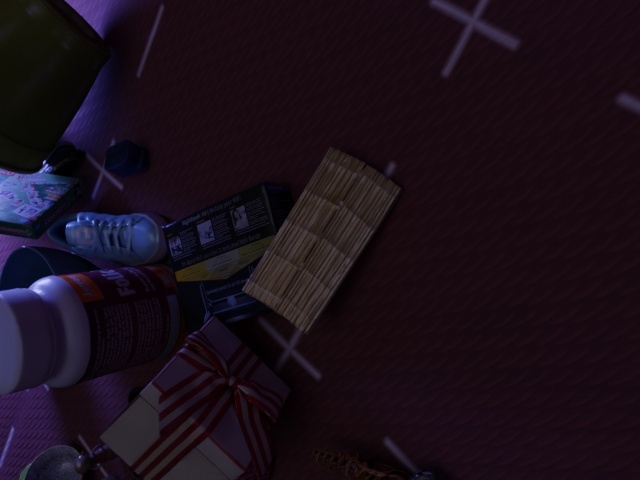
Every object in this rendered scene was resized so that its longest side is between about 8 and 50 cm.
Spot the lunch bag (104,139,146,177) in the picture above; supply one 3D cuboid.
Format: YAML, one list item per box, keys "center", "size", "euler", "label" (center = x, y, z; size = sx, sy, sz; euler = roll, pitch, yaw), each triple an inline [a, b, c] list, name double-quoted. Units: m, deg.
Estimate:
- center: [-0.468, -0.192, 1.301]
  size: [0.098, 0.065, 0.067]
  euler: [-12, 66, 32]
  label: "lunch bag"

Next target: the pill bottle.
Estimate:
- center: [-0.482, 0.176, 1.139]
  size: [0.223, 0.392, 0.224]
  euler: [3, 95, 33]
  label: "pill bottle"

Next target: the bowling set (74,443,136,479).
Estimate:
- center: [-0.539, 0.676, 1.356]
  size: [0.199, 0.154, 0.287]
  euler: [15, 102, 33]
  label: "bowling set"

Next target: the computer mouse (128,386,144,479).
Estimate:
- center: [-0.419, 0.473, 1.322]
  size: [0.184, 0.060, 0.262]
  euler: [-15, 96, 30]
  label: "computer mouse"

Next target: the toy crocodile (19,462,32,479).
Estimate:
- center: [-0.749, 0.774, 1.542]
  size: [0.340, 0.105, 0.115]
  euler: [30, 151, 28]
  label: "toy crocodile"

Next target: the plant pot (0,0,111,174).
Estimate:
- center: [-0.707, -0.410, 1.283]
  size: [0.353, 0.366, 0.366]
  euler: [-42, 70, 7]
  label: "plant pot"

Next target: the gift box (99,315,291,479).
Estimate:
- center: [-0.225, 0.339, 1.026]
  size: [0.255, 0.276, 0.258]
  euler: [42, 119, -7]
  label: "gift box"

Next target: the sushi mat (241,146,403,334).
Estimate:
- center: [0.000, 0.000, 0.965]
  size: [0.151, 0.019, 0.317]
  euler: [34, 96, 14]
  label: "sushi mat"

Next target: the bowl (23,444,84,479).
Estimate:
- center: [-0.729, 0.670, 1.511]
  size: [0.170, 0.170, 0.080]
  euler: [33, 154, 28]
  label: "bowl"

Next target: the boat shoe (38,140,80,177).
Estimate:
- center: [-0.729, -0.166, 1.469]
  size: [0.228, 0.081, 0.069]
  euler: [-47, 64, 24]
  label: "boat shoe"

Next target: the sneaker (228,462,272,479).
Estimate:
- center: [-0.228, 0.518, 1.163]
  size: [0.299, 0.120, 0.112]
  euler: [-39, 49, 24]
  label: "sneaker"

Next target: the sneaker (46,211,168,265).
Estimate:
- center: [-0.521, -0.002, 1.299]
  size: [0.365, 0.150, 0.135]
  euler: [0, 95, 34]
  label: "sneaker"

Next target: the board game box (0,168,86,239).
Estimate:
- center: [-0.790, -0.104, 1.353]
  size: [0.317, 0.214, 0.046]
  euler: [9, 128, 10]
  label: "board game box"

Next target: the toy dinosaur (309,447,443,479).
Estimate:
- center: [0.121, 0.474, 0.933]
  size: [0.322, 0.164, 0.219]
  euler: [33, 96, 47]
  label: "toy dinosaur"

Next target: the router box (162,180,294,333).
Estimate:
- center: [-0.174, 0.042, 1.111]
  size: [0.308, 0.081, 0.243]
  euler: [-18, 84, 33]
  label: "router box"

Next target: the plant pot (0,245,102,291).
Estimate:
- center: [-0.640, 0.154, 1.362]
  size: [0.290, 0.195, 0.291]
  euler: [3, 95, 34]
  label: "plant pot"
